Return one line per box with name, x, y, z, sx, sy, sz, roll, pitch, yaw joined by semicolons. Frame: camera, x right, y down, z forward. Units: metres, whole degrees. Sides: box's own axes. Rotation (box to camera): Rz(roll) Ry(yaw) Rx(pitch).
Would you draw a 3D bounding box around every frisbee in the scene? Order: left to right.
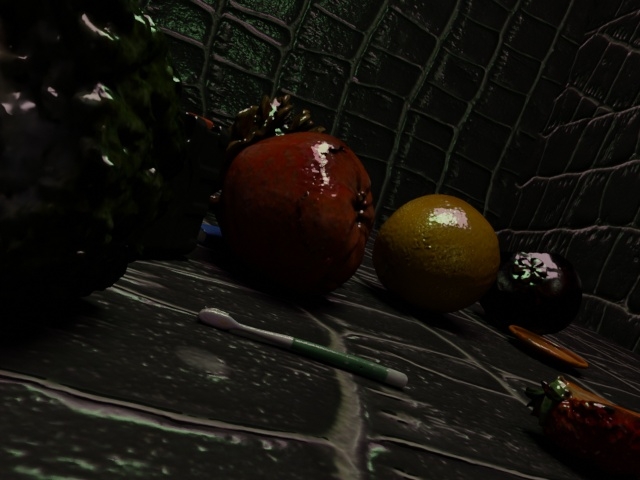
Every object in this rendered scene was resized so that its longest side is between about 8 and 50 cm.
frisbee;0.538;0.261;1.215;0.191;0.035;0.192;23;7;-3

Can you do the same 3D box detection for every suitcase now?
suitcase;-0.235;-0.082;0.642;0.066;0.207;0.285;20;5;21

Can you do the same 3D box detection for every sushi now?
sushi;-0.287;-0.117;0.410;0.351;0.294;0.178;22;3;5

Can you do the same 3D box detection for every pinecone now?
pinecone;-0.104;-0.162;1.303;0.384;0.385;0.384;23;7;-3

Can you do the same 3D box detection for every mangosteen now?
mangosteen;0.577;0.146;1.414;0.287;0.234;0.287;-2;-8;0

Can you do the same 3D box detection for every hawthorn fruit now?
hawthorn fruit;-0.066;-0.055;0.852;0.307;0.277;0.276;10;5;11

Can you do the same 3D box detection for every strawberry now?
strawberry;0.342;0.233;0.621;0.192;0.085;0.140;25;-3;-31

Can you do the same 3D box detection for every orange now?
orange;0.253;0.031;1.121;0.274;0.275;0.274;23;7;-3

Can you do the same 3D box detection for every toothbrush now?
toothbrush;-0.015;0.123;0.578;0.256;0.018;0.024;21;1;-11

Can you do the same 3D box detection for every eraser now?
eraser;-0.193;-0.007;0.934;0.084;0.027;0.063;15;9;-47
